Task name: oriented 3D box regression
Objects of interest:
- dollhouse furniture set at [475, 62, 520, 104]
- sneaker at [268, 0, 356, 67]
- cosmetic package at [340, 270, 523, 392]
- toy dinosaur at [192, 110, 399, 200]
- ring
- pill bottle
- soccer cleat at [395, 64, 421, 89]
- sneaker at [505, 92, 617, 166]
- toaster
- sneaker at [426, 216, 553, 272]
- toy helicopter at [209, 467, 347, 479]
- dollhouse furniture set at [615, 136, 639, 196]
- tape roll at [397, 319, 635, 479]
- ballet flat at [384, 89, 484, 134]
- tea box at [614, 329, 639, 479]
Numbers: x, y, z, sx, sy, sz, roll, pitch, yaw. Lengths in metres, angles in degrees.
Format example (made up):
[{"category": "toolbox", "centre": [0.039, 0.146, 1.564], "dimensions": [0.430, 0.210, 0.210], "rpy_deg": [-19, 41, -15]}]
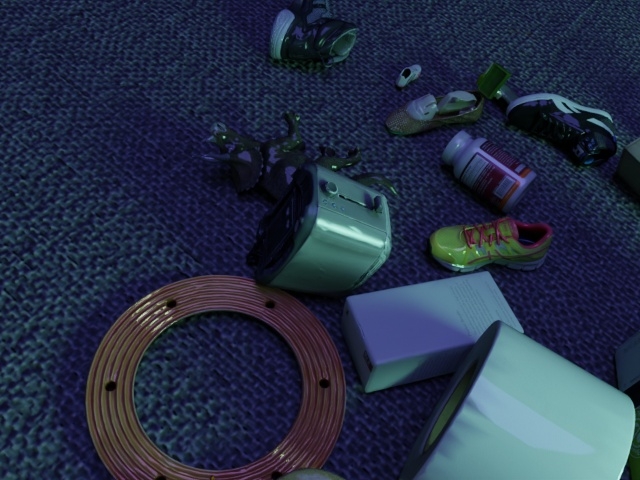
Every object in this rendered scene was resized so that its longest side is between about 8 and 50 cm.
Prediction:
[{"category": "dollhouse furniture set", "centre": [0.357, -0.304, 1.227], "dimensions": [0.152, 0.058, 0.076], "rpy_deg": [-9, 51, -52]}, {"category": "sneaker", "centre": [0.007, -0.445, 1.271], "dimensions": [0.153, 0.101, 0.268], "rpy_deg": [21, 60, 3]}, {"category": "cosmetic package", "centre": [0.155, 0.127, 0.905], "dimensions": [0.231, 0.085, 0.117], "rpy_deg": [-9, 50, -15]}, {"category": "toy dinosaur", "centre": [-0.032, -0.106, 1.035], "dimensions": [0.314, 0.121, 0.160], "rpy_deg": [28, 67, 3]}, {"category": "ring", "centre": [-0.133, 0.194, 0.838], "dimensions": [0.337, 0.032, 0.336], "rpy_deg": [5, 56, -8]}, {"category": "pill bottle", "centre": [0.291, -0.124, 1.109], "dimensions": [0.152, 0.086, 0.086], "rpy_deg": [40, 58, 16]}, {"category": "soccer cleat", "centre": [0.178, -0.333, 1.262], "dimensions": [0.029, 0.035, 0.083], "rpy_deg": [37, 57, 15]}, {"category": "sneaker", "centre": [0.466, -0.205, 1.203], "dimensions": [0.217, 0.079, 0.121], "rpy_deg": [8, 53, -8]}, {"category": "toaster", "centre": [0.000, 0.000, 0.904], "dimensions": [0.147, 0.227, 0.129], "rpy_deg": [16, 50, -22]}, {"category": "sneaker", "centre": [0.275, -0.005, 1.018], "dimensions": [0.209, 0.094, 0.081], "rpy_deg": [-1, 58, -10]}, {"category": "toy helicopter", "centre": [-0.062, 0.403, 0.646], "dimensions": [0.235, 0.140, 0.355], "rpy_deg": [23, 57, 8]}, {"category": "dollhouse furniture set", "centre": [0.696, -0.155, 1.143], "dimensions": [0.242, 0.212, 0.161], "rpy_deg": [-33, 63, 0]}, {"category": "tape roll", "centre": [0.221, 0.239, 0.746], "dimensions": [0.169, 0.246, 0.246], "rpy_deg": [31, 56, 12]}, {"category": "ballet flat", "centre": [0.219, -0.251, 1.194], "dimensions": [0.206, 0.067, 0.073], "rpy_deg": [-16, 61, -20]}, {"category": "tea box", "centre": [0.604, 0.272, 0.814], "dimensions": [0.329, 0.220, 0.323], "rpy_deg": [13, 53, -2]}]
